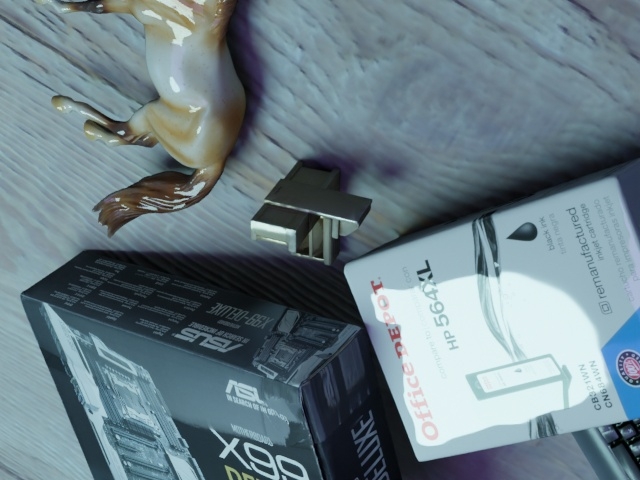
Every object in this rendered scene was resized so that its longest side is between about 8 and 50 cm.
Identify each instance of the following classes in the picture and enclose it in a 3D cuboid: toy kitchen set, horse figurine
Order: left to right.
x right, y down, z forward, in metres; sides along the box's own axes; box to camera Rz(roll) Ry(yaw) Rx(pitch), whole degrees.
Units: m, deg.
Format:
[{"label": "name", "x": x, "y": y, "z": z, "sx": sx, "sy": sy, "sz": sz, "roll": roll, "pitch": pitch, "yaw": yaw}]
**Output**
[{"label": "horse figurine", "x": -0.112, "y": -0.121, "z": 0.824, "sx": 0.174, "sy": 0.066, "sz": 0.263, "roll": 13, "pitch": 124, "yaw": 25}, {"label": "toy kitchen set", "x": 0.000, "y": 0.000, "z": 0.839, "sx": 0.068, "sy": 0.083, "sz": 0.075, "roll": 13, "pitch": 126, "yaw": 18}]

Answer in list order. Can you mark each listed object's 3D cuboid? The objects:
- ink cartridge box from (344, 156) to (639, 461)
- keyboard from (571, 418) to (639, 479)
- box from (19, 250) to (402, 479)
[{"label": "ink cartridge box", "x": 0.136, "y": 0.048, "z": 0.782, "sx": 0.203, "sy": 0.086, "sz": 0.148, "roll": -20, "pitch": 92, "yaw": 34}, {"label": "keyboard", "x": 0.296, "y": 0.173, "z": 0.781, "sx": 0.201, "sy": 0.033, "sz": 0.317, "roll": -36, "pitch": 83, "yaw": 30}, {"label": "box", "x": -0.077, "y": 0.151, "z": 0.929, "sx": 0.307, "sy": 0.076, "sz": 0.242, "roll": 13, "pitch": 129, "yaw": 40}]
